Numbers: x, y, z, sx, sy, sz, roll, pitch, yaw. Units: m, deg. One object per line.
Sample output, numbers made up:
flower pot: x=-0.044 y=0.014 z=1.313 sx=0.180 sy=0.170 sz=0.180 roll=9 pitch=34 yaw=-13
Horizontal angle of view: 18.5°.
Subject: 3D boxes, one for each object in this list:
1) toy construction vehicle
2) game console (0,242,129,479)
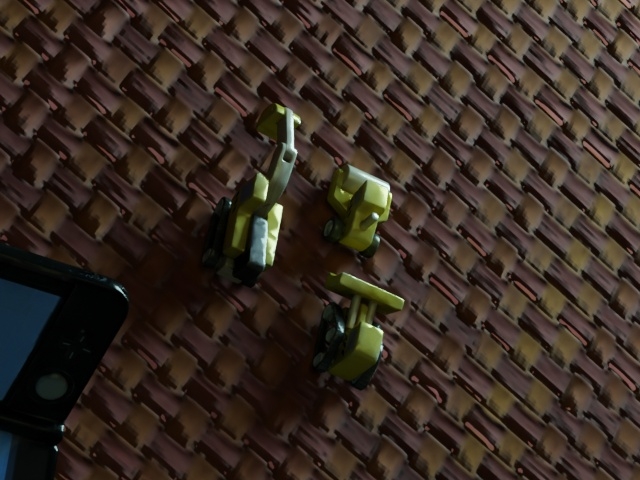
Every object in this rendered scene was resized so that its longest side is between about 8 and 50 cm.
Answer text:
toy construction vehicle: x=0.000 y=0.000 z=0.813 sx=0.086 sy=0.035 sz=0.098 roll=27 pitch=56 yaw=-20
game console: x=-0.137 y=0.057 z=0.677 sx=0.122 sy=0.107 sz=0.071 roll=19 pitch=31 yaw=-25
